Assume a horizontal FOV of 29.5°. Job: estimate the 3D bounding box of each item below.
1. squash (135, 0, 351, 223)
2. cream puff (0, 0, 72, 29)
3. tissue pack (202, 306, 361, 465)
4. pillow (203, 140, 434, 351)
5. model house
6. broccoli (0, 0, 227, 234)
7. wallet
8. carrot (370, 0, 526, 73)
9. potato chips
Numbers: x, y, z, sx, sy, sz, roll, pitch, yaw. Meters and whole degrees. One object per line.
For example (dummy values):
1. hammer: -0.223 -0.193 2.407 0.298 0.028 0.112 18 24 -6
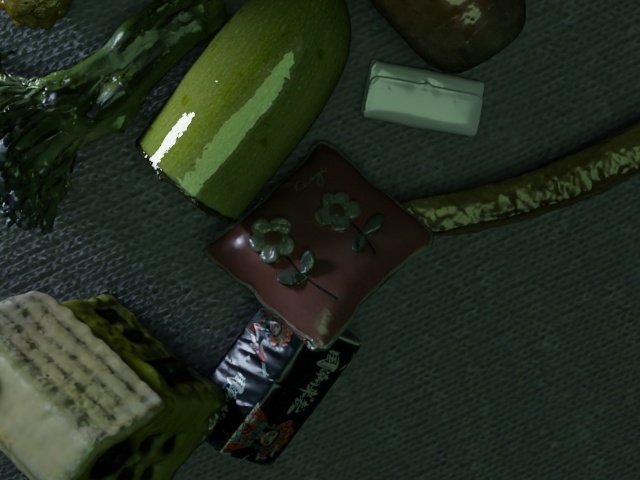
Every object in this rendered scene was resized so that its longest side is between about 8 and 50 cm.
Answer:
1. squash: -0.058 -0.149 1.182 0.132 0.132 0.247 36 98 -14
2. cream puff: -0.269 -0.245 1.170 0.083 0.058 0.083 0 105 -1
3. tissue pack: -0.050 0.144 1.272 0.170 0.090 0.103 -56 144 8
4. pillow: 0.000 0.000 1.211 0.171 0.075 0.179 41 72 18
5. model house: -0.245 0.166 1.168 0.193 0.234 0.174 41 105 18
6. broccoli: -0.220 -0.147 1.175 0.304 0.145 0.165 -39 110 -9
7. wallet: 0.107 -0.146 1.259 0.122 0.025 0.061 10 97 -9
8. carrot: 0.074 -0.292 1.154 0.139 0.138 0.302 -43 111 5
9. potato chips: 0.255 -0.074 1.278 0.407 0.057 0.080 -22 93 0
